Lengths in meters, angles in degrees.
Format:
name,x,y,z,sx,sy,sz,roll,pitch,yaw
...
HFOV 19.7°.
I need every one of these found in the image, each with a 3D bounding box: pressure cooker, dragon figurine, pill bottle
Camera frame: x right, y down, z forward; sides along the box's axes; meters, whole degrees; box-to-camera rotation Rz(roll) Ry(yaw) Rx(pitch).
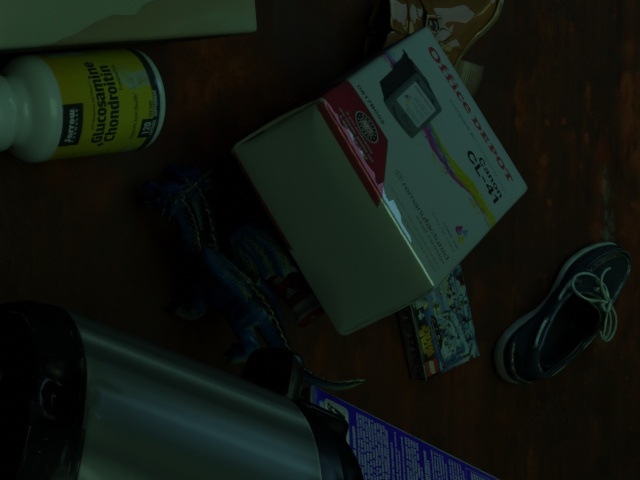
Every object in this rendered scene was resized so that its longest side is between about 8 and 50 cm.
name,x,y,z,sx,sy,sz,roll,pitch,yaw
pressure cooker,-0.157,0.285,1.624,0.420,0.375,0.370,23,120,-27
dragon figurine,-0.077,0.041,1.845,0.085,0.289,0.144,-30,147,-34
pill bottle,-0.247,-0.128,1.761,0.184,0.103,0.103,-10,97,-40

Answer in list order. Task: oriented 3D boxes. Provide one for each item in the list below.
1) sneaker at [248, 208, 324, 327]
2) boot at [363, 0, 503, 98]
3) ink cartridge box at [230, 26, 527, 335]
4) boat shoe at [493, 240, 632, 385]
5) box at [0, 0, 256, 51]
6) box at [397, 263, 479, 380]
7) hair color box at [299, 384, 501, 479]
name,x,y,z,sx,sy,sz,roll,pitch,yaw
sneaker,0.000,0.000,1.973,0.128,0.087,0.221,53,23,0
boot,0.127,-0.263,2.103,0.152,0.073,0.197,15,78,-35
ink cartridge box,0.068,-0.070,1.913,0.226,0.131,0.306,58,32,-6
boat shoe,0.313,0.086,2.255,0.254,0.079,0.095,-36,112,-34
box,-0.226,-0.244,1.753,0.311,0.148,0.121,-9,97,-39
box,0.132,0.083,2.135,0.094,0.027,0.137,-21,103,-40
hair color box,0.044,0.285,1.944,0.339,0.185,0.110,31,43,-35
